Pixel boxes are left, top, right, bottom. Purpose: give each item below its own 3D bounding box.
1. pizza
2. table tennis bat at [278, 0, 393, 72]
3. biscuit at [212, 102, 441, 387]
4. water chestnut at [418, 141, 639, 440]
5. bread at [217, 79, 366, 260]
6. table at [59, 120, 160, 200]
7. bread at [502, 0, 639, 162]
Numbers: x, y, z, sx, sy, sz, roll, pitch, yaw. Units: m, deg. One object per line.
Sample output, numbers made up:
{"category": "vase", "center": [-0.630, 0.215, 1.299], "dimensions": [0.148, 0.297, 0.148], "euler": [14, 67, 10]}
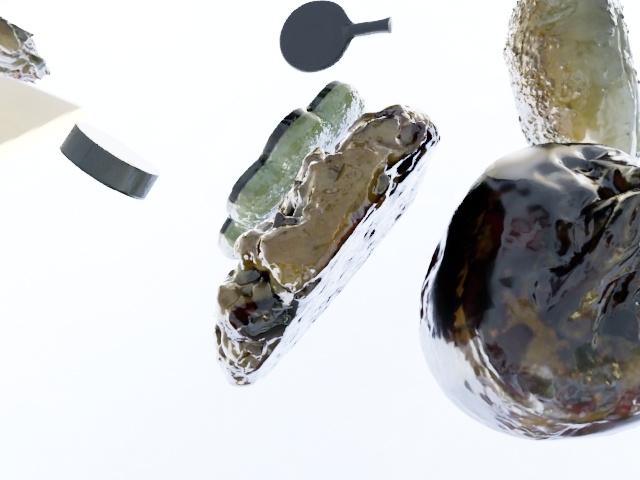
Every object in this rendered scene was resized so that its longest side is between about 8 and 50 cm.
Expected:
{"category": "pizza", "center": [-0.370, -0.220, 0.931], "dimensions": [0.185, 0.195, 0.052], "euler": [29, -94, 15]}
{"category": "table tennis bat", "center": [0.026, -0.404, 1.597], "dimensions": [0.236, 0.027, 0.150], "euler": [-3, -100, 21]}
{"category": "biscuit", "center": [-0.003, 0.003, 0.750], "dimensions": [0.081, 0.334, 0.289], "euler": [39, -108, 9]}
{"category": "water chestnut", "center": [0.216, 0.040, 0.732], "dimensions": [0.289, 0.244, 0.289], "euler": [-14, -150, 8]}
{"category": "bread", "center": [-0.031, -0.095, 1.048], "dimensions": [0.056, 0.207, 0.286], "euler": [37, -101, 9]}
{"category": "table", "center": [-0.287, -0.109, 1.122], "dimensions": [0.043, 0.133, 0.133], "euler": [-55, -137, 7]}
{"category": "bread", "center": [0.329, -0.218, 1.076], "dimensions": [0.159, 0.305, 0.305], "euler": [-9, -137, 19]}
